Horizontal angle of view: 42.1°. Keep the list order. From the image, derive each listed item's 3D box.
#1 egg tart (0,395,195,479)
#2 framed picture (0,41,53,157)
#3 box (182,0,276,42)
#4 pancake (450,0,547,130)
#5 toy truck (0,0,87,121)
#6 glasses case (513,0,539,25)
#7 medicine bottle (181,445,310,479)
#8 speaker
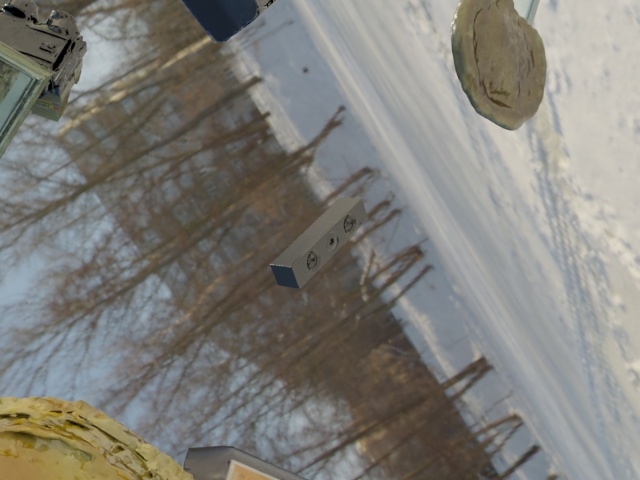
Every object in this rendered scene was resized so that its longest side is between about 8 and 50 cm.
[{"bbox_3d":[-0.184,0.216,0.473,0.341,0.129,0.341,16,-137,-16],"label":"egg tart"},{"bbox_3d":[-0.484,-0.153,1.004,0.217,0.274,0.017,28,-154,-24],"label":"framed picture"},{"bbox_3d":[-0.088,-0.318,0.847,0.168,0.071,0.259,52,-149,-16],"label":"box"},{"bbox_3d":[0.285,-0.287,1.299,0.042,0.222,0.236,0,129,45],"label":"pancake"},{"bbox_3d":[-0.451,-0.257,1.106,0.127,0.257,0.127,119,169,-56],"label":"toy truck"},{"bbox_3d":[0.398,-0.420,1.765,0.105,0.266,0.056,7,162,47],"label":"glasses case"},{"bbox_3d":[-0.019,0.427,1.054,0.395,0.242,0.242,21,-172,-3],"label":"medicine bottle"},{"bbox_3d":[0.000,0.000,1.252,0.046,0.191,0.040,7,128,37],"label":"speaker"}]
